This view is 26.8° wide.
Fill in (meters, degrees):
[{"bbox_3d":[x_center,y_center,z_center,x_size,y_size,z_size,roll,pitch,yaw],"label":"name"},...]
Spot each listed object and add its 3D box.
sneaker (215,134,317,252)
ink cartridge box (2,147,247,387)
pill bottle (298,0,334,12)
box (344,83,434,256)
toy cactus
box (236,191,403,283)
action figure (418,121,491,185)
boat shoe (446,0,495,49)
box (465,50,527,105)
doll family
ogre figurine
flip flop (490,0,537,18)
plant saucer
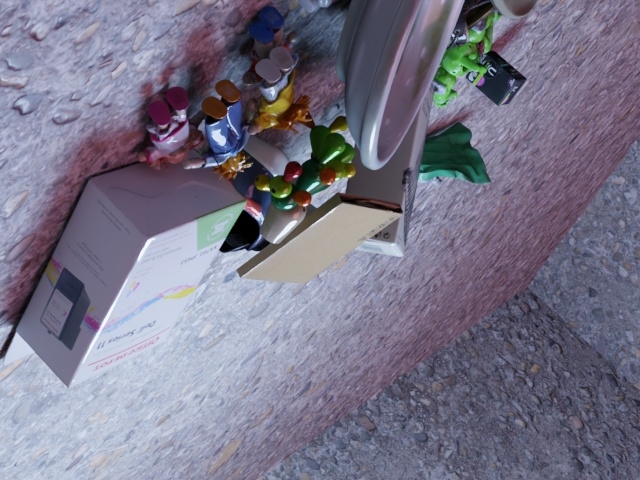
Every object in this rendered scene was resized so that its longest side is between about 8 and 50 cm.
[{"bbox_3d":[-0.089,-0.027,1.946,0.148,0.131,0.350,-50,148,-9],"label":"sneaker"},{"bbox_3d":[-0.265,0.059,1.780,0.207,0.119,0.353,-25,153,-51],"label":"ink cartridge box"},{"bbox_3d":[0.010,-0.321,1.682,0.083,0.043,0.043,-40,163,-18],"label":"pill bottle"},{"bbox_3d":[0.102,-0.121,2.057,0.113,0.094,0.275,41,59,-75],"label":"box"},{"bbox_3d":[-0.032,-0.076,1.772,0.180,0.112,0.219,-55,180,28],"label":"toy cactus"},{"bbox_3d":[0.000,0.000,1.920,0.201,0.021,0.164,-36,157,27],"label":"box"},{"bbox_3d":[0.214,-0.147,2.500,0.232,0.137,0.063,-12,156,-48],"label":"action figure"},{"bbox_3d":[0.203,-0.334,2.064,0.223,0.073,0.080,-44,162,-10],"label":"boat shoe"},{"bbox_3d":[0.318,-0.293,2.424,0.062,0.083,0.052,-54,162,27],"label":"box"},{"bbox_3d":[-0.099,-0.154,1.679,0.263,0.118,0.163,-41,163,-16],"label":"doll family"},{"bbox_3d":[0.232,-0.304,2.177,0.197,0.097,0.118,-39,178,18],"label":"ogre figurine"},{"bbox_3d":[0.273,-0.411,1.962,0.112,0.080,0.277,-47,143,-3],"label":"flip flop"},{"bbox_3d":[0.106,-0.294,1.761,0.400,0.101,0.400,23,90,-81],"label":"plant saucer"}]
